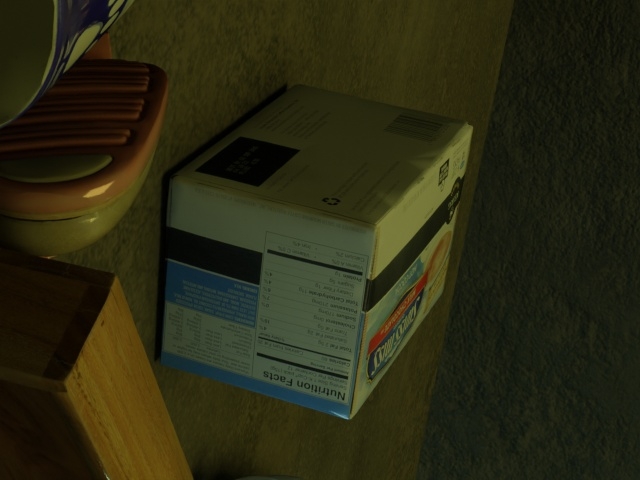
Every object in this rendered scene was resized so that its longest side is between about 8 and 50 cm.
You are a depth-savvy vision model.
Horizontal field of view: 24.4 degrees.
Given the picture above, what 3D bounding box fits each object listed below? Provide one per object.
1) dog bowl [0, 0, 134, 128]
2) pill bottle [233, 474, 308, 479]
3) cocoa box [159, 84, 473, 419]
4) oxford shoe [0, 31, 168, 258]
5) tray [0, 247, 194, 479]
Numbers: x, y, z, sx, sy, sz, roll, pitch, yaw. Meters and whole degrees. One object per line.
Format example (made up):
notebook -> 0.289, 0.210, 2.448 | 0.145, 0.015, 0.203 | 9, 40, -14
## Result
dog bowl -> -0.214, -0.180, 0.723 | 0.265, 0.265, 0.104 | 87, 25, -44
pill bottle -> -0.039, 0.407, 1.872 | 0.361, 0.204, 0.204 | 53, 52, -70
cocoa box -> 0.000, 0.000, 1.631 | 0.347, 0.231, 0.228 | -46, 146, -60
oxford shoe -> -0.169, -0.045, 0.929 | 0.397, 0.140, 0.146 | -121, -149, -70
tray -> -0.182, 0.141, 0.907 | 0.411, 0.203, 0.076 | 81, 26, -52
